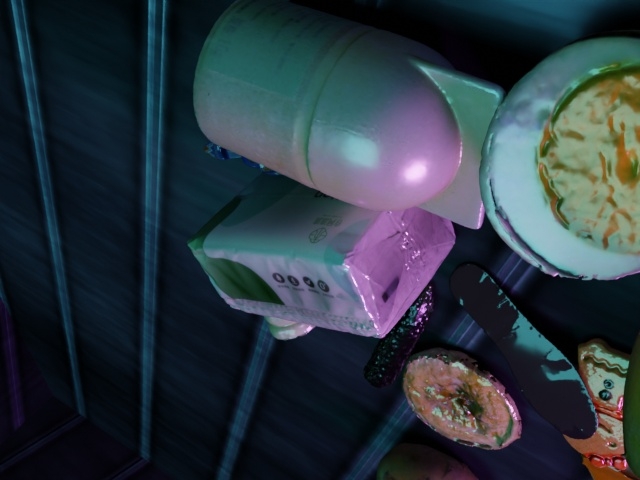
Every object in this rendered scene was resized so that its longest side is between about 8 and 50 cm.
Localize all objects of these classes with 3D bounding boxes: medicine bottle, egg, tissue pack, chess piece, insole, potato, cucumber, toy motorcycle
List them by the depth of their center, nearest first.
[{"bbox_3d":[0.338,-0.108,0.868,0.264,0.174,0.286,25,119,14],"label":"egg"},{"bbox_3d":[0.050,-0.172,1.012,0.406,0.236,0.236,25,142,25],"label":"medicine bottle"},{"bbox_3d":[0.493,0.172,1.028,0.112,0.269,0.255,5,103,42],"label":"potato"},{"bbox_3d":[0.000,-0.001,1.220,0.356,0.266,0.194,5,130,41],"label":"tissue pack"},{"bbox_3d":[0.337,0.182,1.231,0.348,0.009,0.119,52,133,10],"label":"insole"},{"bbox_3d":[-0.098,-0.164,1.277,0.205,0.114,0.076,17,138,32],"label":"toy motorcycle"},{"bbox_3d":[0.151,0.184,1.420,0.072,0.072,0.300,33,138,14],"label":"cucumber"},{"bbox_3d":[-0.091,0.071,1.529,0.133,0.133,0.243,-5,117,47],"label":"chess piece"},{"bbox_3d":[0.245,0.545,1.665,0.262,0.165,0.165,1,128,36],"label":"potato"}]

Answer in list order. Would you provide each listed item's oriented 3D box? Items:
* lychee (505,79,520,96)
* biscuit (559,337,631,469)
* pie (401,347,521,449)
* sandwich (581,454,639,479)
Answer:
[{"bbox_3d":[0.265,-0.172,0.954,0.083,0.068,0.067,130,133,-58],"label":"lychee"},{"bbox_3d":[0.457,0.270,1.195,0.166,0.036,0.226,22,121,27],"label":"biscuit"},{"bbox_3d":[0.274,0.317,1.470,0.274,0.055,0.274,26,143,22],"label":"pie"},{"bbox_3d":[0.569,0.467,1.329,0.245,0.063,0.212,28,144,24],"label":"sandwich"}]
